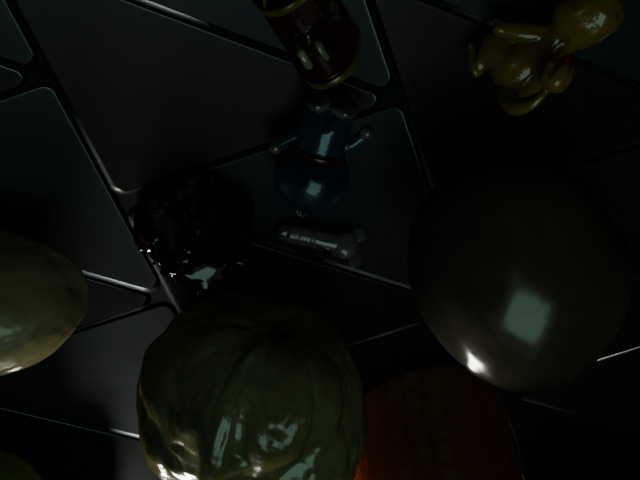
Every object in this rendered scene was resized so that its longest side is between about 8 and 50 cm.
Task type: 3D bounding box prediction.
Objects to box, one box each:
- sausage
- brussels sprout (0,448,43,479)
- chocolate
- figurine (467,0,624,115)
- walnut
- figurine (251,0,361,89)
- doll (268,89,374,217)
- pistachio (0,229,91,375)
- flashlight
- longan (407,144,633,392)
[{"bbox_3d":[0.158,0.342,1.799,0.233,0.287,0.233,-2,132,-3],"label":"sausage"},{"bbox_3d":[-0.479,0.389,1.769,0.294,0.227,0.259,25,136,-36],"label":"brussels sprout"},{"bbox_3d":[-0.144,0.011,1.569,0.156,0.133,0.156,-4,128,-5],"label":"chocolate"},{"bbox_3d":[0.252,-0.204,1.464,0.176,0.122,0.121,-38,123,21],"label":"figurine"},{"bbox_3d":[-0.084,0.207,1.660,0.281,0.253,0.277,0,128,-9],"label":"walnut"},{"bbox_3d":[-0.019,-0.225,1.415,0.082,0.098,0.154,-23,132,14],"label":"figurine"},{"bbox_3d":[-0.005,-0.093,1.541,0.114,0.085,0.152,13,116,-2],"label":"doll"},{"bbox_3d":[-0.412,0.071,1.553,0.292,0.162,0.182,-2,94,-5],"label":"pistachio"},{"bbox_3d":[0.000,0.000,1.650,0.110,0.052,0.031,12,162,-12],"label":"flashlight"},{"bbox_3d":[0.237,0.027,1.588,0.243,0.300,0.300,7,145,41],"label":"longan"}]
